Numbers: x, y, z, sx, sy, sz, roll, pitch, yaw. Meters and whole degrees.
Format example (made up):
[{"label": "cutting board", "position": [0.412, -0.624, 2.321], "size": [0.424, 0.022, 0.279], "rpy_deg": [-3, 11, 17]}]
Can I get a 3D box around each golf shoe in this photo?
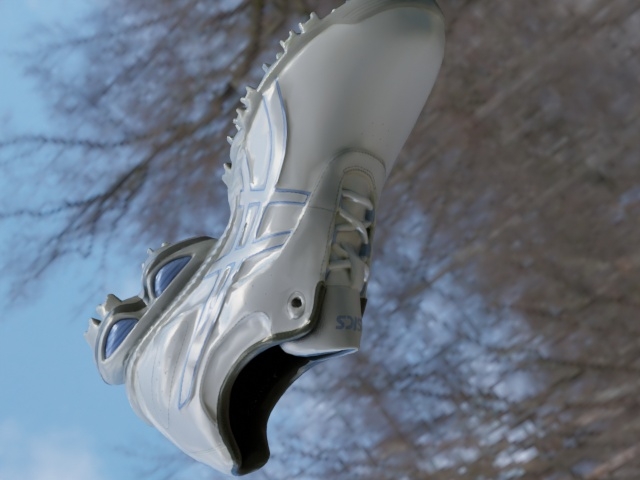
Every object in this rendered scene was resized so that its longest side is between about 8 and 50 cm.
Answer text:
[{"label": "golf shoe", "position": [0.000, 0.000, 0.574], "size": [0.069, 0.176, 0.086], "rpy_deg": [17, -159, -48]}]
